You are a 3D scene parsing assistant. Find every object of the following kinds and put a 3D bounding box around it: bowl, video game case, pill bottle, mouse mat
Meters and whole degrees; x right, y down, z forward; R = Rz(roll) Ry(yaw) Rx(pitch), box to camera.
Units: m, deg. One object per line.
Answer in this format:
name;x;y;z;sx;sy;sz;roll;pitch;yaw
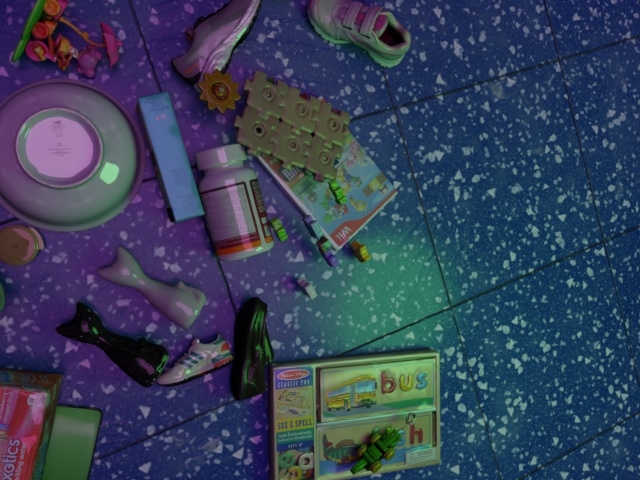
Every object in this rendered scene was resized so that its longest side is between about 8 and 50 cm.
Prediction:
bowl;-0.471;-0.162;1.055;0.298;0.134;0.297;-1;92;-20
video game case;0.017;-0.148;1.281;0.204;0.025;0.285;-44;104;-13
pill bottle;-0.177;-0.077;1.164;0.121;0.121;0.221;-16;96;-18
mouse mat;-0.521;0.413;1.120;0.153;0.007;0.189;13;87;-19

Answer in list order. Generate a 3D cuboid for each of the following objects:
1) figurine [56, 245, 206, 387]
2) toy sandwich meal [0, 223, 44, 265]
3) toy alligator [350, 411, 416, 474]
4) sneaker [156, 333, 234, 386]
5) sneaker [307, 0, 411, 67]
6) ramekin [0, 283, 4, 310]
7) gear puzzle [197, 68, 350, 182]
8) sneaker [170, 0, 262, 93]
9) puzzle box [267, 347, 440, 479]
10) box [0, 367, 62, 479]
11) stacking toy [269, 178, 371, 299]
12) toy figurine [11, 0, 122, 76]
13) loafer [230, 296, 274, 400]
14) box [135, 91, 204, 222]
figurine;-0.367;0.144;1.128;0.210;0.092;0.214;34;80;-13
toy sandwich meal;-0.569;0.007;1.082;0.086;0.029;0.085;-1;95;-15
toy alligator;0.144;0.456;1.275;0.190;0.056;0.051;-37;145;-15
sneaker;-0.264;0.246;1.187;0.161;0.057;0.075;-20;74;-12
sneaker;0.096;-0.473;1.253;0.253;0.111;0.102;18;86;-18
ramekin;-0.679;0.053;0.909;0.148;0.303;0.303;-41;104;-6
gear puzzle;-0.099;-0.242;1.178;0.339;0.044;0.175;19;78;-29
sneaker;-0.201;-0.430;1.161;0.108;0.100;0.271;32;81;-12
puzzle box;0.084;0.395;1.305;0.409;0.052;0.271;-2;92;-19
box;-0.578;0.390;1.022;0.154;0.142;0.299;10;88;-14
stacking toy;0.000;0.000;1.222;0.167;0.052;0.221;-34;121;-15
toy figurine;-0.461;-0.368;1.075;0.159;0.130;0.173;27;105;-27
loafer;-0.138;0.227;1.217;0.079;0.080;0.219;7;94;-29
box;-0.297;-0.159;1.132;0.060;0.100;0.244;-18;98;-18
